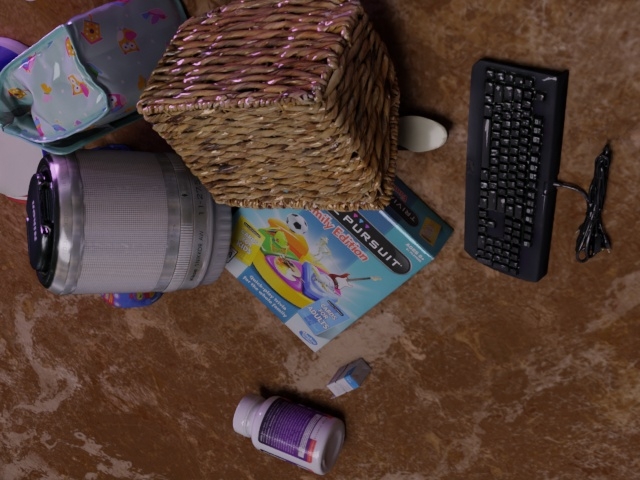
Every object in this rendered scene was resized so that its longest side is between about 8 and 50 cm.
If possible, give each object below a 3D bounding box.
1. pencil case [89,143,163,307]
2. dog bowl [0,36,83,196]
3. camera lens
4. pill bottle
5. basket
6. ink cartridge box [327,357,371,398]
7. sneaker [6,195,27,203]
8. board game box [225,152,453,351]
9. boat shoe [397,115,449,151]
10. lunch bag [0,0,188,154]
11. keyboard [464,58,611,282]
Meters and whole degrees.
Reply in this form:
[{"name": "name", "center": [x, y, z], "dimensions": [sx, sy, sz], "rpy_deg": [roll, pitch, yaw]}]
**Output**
[{"name": "pencil case", "center": [-0.357, -0.022, 1.588], "dimensions": [0.133, 0.119, 0.306], "rpy_deg": [43, 148, 46]}, {"name": "dog bowl", "center": [-0.550, -0.212, 1.578], "dimensions": [0.265, 0.104, 0.265], "rpy_deg": [19, 132, 22]}, {"name": "camera lens", "center": [-0.299, -0.028, 1.384], "dimensions": [0.219, 0.274, 0.219], "rpy_deg": [0, 90, 63]}, {"name": "pill bottle", "center": [-0.061, 0.354, 1.687], "dimensions": [0.193, 0.108, 0.108], "rpy_deg": [17, 131, 23]}, {"name": "basket", "center": [-0.044, -0.184, 1.194], "dimensions": [0.299, 0.213, 0.223], "rpy_deg": [1, 146, 33]}, {"name": "ink cartridge box", "center": [0.044, 0.240, 1.566], "dimensions": [0.028, 0.048, 0.083], "rpy_deg": [48, 136, -7]}, {"name": "sneaker", "center": [-0.491, -0.051, 1.681], "dimensions": [0.221, 0.087, 0.128], "rpy_deg": [9, 126, 31]}, {"name": "board game box", "center": [0.000, 0.000, 1.384], "dimensions": [0.254, 0.079, 0.336], "rpy_deg": [43, 137, -2]}, {"name": "boat shoe", "center": [0.115, -0.145, 1.219], "dimensions": [0.133, 0.042, 0.049], "rpy_deg": [2, 104, 34]}, {"name": "lunch bag", "center": [-0.329, -0.236, 1.319], "dimensions": [0.262, 0.223, 0.160], "rpy_deg": [-21, 103, 43]}, {"name": "keyboard", "center": [0.281, -0.074, 1.166], "dimensions": [0.202, 0.033, 0.317], "rpy_deg": [15, 131, 25]}]
